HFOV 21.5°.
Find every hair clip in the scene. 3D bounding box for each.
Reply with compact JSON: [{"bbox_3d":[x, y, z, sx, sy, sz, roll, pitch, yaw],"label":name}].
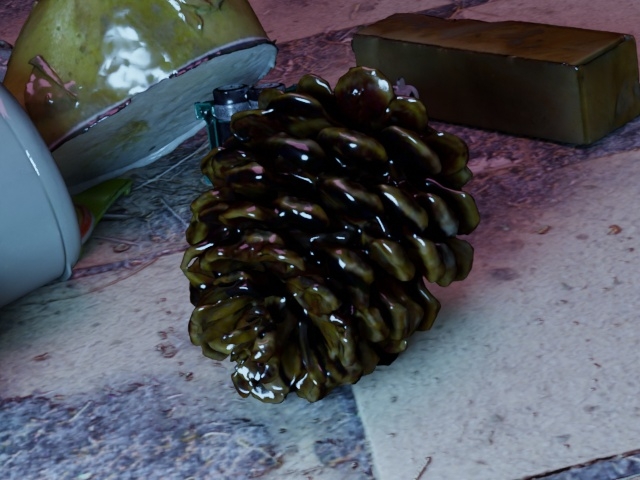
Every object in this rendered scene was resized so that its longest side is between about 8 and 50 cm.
[{"bbox_3d":[-0.233,-0.023,1.648,0.060,0.033,0.188,-1,28,22],"label":"hair clip"}]

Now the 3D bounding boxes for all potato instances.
[{"bbox_3d":[-0.212,-0.187,1.674,0.299,0.196,0.246,-32,-12,2],"label":"potato"}]

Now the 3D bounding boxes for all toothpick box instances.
[{"bbox_3d":[-0.384,0.001,1.444,0.316,0.229,0.229,-30,30,-23],"label":"toothpick box"}]

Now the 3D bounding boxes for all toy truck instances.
[{"bbox_3d":[-0.006,-0.108,1.640,0.216,0.110,0.116,-2,16,22],"label":"toy truck"}]

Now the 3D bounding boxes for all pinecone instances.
[{"bbox_3d":[0.000,0.000,1.285,0.224,0.224,0.272,8,51,36],"label":"pinecone"}]

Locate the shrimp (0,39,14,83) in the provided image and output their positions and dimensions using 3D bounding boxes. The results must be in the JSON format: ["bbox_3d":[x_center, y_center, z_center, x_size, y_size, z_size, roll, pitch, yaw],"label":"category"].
[{"bbox_3d":[-0.428,-0.199,1.935,0.372,0.172,0.137,10,-2,12],"label":"shrimp"}]

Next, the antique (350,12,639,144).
[{"bbox_3d":[0.171,-0.171,1.706,0.310,0.087,0.093,14,34,44],"label":"antique"}]
